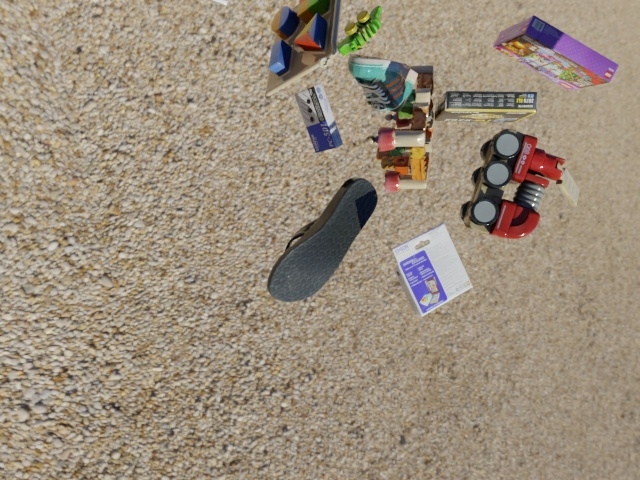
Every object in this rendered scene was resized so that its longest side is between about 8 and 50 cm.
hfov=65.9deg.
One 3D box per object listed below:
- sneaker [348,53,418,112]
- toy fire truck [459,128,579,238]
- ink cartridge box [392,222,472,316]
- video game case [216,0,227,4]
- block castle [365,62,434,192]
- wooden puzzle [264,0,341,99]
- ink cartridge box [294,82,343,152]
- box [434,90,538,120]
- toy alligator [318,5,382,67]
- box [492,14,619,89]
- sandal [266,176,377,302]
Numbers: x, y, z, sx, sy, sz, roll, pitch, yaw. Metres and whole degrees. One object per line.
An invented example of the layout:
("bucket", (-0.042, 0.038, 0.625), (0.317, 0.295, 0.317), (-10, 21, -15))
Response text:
("sneaker", (0.156, -0.384, 1.235), (0.302, 0.108, 0.121), (-11, 119, -57))
("toy fire truck", (0.447, -0.098, 1.057), (0.246, 0.158, 0.217), (18, 93, 4))
("ink cartridge box", (0.314, 0.082, 1.415), (0.206, 0.045, 0.208), (-24, 90, -25))
("video game case", (-0.310, -0.665, 1.352), (0.087, 0.122, 0.011), (9, 110, -28))
("block castle", (0.309, -0.427, 1.868), (0.303, 0.212, 0.453), (72, 26, -51))
("wooden puzzle", (-0.069, -0.649, 1.544), (0.080, 0.347, 0.322), (22, 64, -37))
("ink cartridge box", (-0.006, -0.400, 1.629), (0.046, 0.097, 0.207), (-36, 111, -41))
("box", (0.609, -0.500, 1.858), (0.257, 0.321, 0.079), (-61, 153, -82))
("toy alligator", (0.077, -0.446, 1.099), (0.189, 0.051, 0.056), (-44, 139, 1))
("box", (0.679, -0.539, 1.444), (0.293, 0.201, 0.057), (25, 98, -9))
("sandal", (0.002, 0.001, 1.451), (0.446, 0.107, 0.167), (-49, 123, -17))
